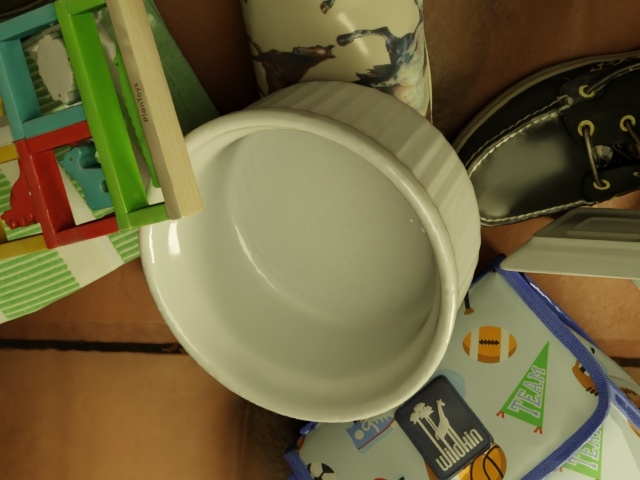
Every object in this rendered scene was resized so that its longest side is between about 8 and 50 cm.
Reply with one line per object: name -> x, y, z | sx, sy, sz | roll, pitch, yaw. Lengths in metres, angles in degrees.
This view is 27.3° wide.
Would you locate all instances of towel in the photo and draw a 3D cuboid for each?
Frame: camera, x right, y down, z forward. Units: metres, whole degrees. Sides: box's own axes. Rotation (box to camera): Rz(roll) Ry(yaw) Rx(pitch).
towel -> -0.254, -0.072, 1.239 | 0.325, 0.038, 0.248 | -29, 115, 1

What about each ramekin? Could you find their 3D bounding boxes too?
ramekin -> 0.000, 0.000, 1.104 | 0.277, 0.135, 0.277 | 11, 120, 20

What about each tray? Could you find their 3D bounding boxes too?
tray -> 0.316, 0.000, 1.244 | 0.145, 0.270, 0.030 | -29, 114, -45

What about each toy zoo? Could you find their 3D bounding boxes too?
toy zoo -> -0.239, -0.088, 1.101 | 0.293, 0.030, 0.192 | -12, 97, 37

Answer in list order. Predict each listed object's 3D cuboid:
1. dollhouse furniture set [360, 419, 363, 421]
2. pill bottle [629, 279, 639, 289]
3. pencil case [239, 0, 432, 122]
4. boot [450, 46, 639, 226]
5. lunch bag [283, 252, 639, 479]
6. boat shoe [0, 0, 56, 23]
dollhouse furniture set -> -0.041, 0.085, 1.284 | 0.184, 0.129, 0.129 | 7, 111, -22
pill bottle -> 0.388, 0.000, 1.372 | 0.078, 0.078, 0.137 | 24, 106, -19
pencil case -> 0.029, -0.170, 1.185 | 0.184, 0.160, 0.410 | -7, 114, 8
boot -> 0.318, -0.080, 1.209 | 0.377, 0.284, 0.138 | -19, 114, -5
lunch bag -> 0.199, 0.250, 1.364 | 0.328, 0.239, 0.385 | -42, 98, 8
boat shoe -> -0.313, -0.223, 1.130 | 0.285, 0.092, 0.102 | -17, 115, -4
